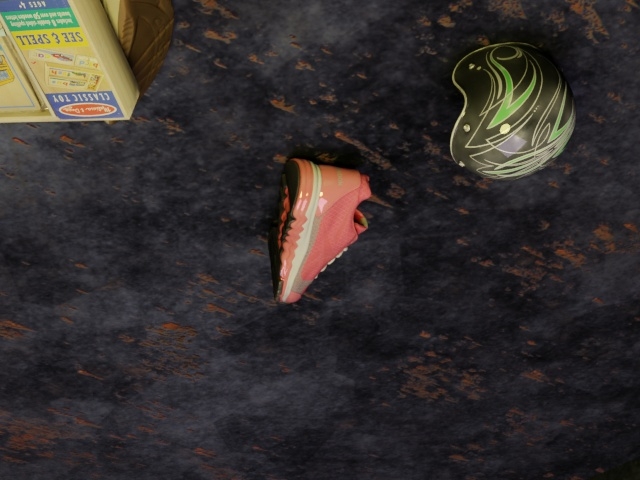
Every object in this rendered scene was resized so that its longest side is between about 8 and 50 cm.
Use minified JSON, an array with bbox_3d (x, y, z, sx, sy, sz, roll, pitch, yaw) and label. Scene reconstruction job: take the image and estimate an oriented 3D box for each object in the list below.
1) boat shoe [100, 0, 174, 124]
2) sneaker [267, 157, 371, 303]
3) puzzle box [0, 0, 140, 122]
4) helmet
[{"bbox_3d":[-0.244,-0.272,1.402,0.110,0.122,0.341,30,145,9],"label":"boat shoe"},{"bbox_3d":[0.000,0.000,1.820,0.136,0.116,0.314,0,145,-12],"label":"sneaker"},{"bbox_3d":[-0.433,-0.238,1.341,0.408,0.052,0.272,0,141,17],"label":"puzzle box"},{"bbox_3d":[0.249,-0.160,1.580,0.169,0.162,0.169,-4,146,-3],"label":"helmet"}]
